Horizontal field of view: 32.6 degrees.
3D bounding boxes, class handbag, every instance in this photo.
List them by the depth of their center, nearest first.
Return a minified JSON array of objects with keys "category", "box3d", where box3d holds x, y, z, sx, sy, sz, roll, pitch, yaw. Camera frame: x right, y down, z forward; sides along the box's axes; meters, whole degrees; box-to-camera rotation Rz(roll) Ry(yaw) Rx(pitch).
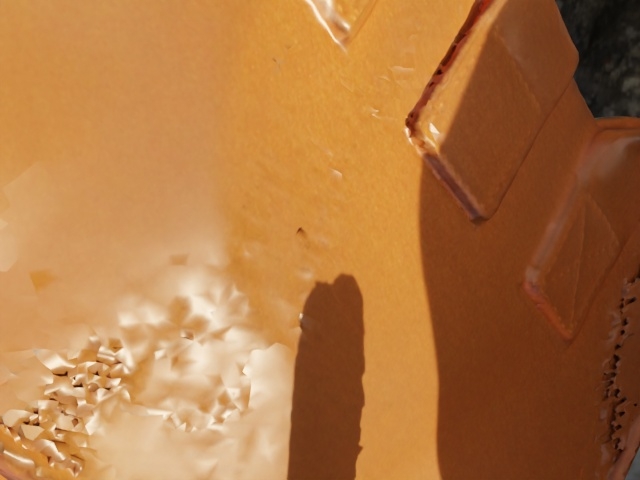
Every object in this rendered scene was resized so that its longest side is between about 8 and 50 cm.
[{"category":"handbag","box3d":[0.000,0.000,0.450,0.116,0.303,0.410,11,152,47]}]
